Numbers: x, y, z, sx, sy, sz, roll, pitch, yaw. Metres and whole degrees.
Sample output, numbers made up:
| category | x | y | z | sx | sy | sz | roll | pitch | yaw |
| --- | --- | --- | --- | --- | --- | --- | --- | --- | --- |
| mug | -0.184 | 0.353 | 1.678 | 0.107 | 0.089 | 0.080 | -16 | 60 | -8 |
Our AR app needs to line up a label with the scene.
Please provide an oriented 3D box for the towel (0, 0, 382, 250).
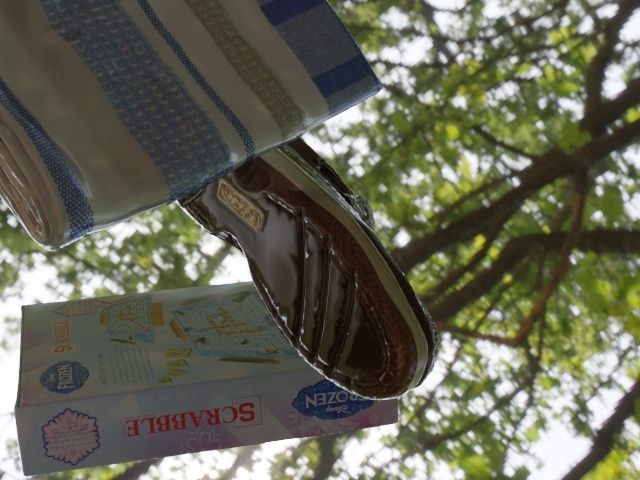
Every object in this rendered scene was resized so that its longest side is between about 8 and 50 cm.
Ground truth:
| category | x | y | z | sx | sy | sz | roll | pitch | yaw |
| --- | --- | --- | --- | --- | --- | --- | --- | --- | --- |
| towel | -0.101 | -0.127 | 0.633 | 0.285 | 0.209 | 0.034 | -31 | 174 | -46 |

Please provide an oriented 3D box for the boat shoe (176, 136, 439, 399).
| category | x | y | z | sx | sy | sz | roll | pitch | yaw |
| --- | --- | --- | --- | --- | --- | --- | --- | --- | --- |
| boat shoe | 0.002 | -0.006 | 0.724 | 0.257 | 0.095 | 0.095 | 49 | -49 | 33 |

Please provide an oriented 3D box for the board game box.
| category | x | y | z | sx | sy | sz | roll | pitch | yaw |
| --- | --- | --- | --- | --- | --- | --- | --- | --- | --- |
| board game box | -0.123 | 0.113 | 1.080 | 0.318 | 0.066 | 0.319 | -6 | -167 | -12 |
